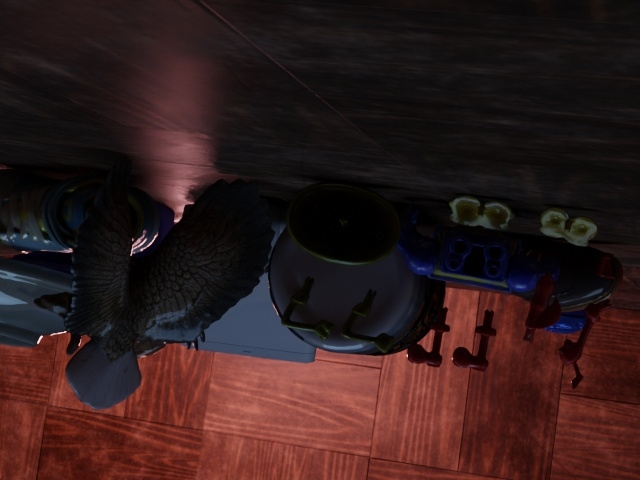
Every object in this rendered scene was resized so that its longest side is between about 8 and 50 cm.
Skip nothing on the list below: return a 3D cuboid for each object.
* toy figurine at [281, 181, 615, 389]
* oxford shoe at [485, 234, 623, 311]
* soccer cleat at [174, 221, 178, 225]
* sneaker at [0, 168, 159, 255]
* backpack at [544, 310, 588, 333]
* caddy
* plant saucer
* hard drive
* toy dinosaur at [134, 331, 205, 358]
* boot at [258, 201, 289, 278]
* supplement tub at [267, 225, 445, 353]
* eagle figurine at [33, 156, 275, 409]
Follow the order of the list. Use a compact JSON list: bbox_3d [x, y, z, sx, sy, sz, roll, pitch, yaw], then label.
[{"bbox_3d":[0.145,0.043,1.522,0.363,0.191,0.217,8,-179,7],"label":"toy figurine"},{"bbox_3d":[0.285,0.039,1.809,0.271,0.096,0.098,4,169,44],"label":"oxford shoe"},{"bbox_3d":[-0.369,-0.005,2.396,0.248,0.095,0.083,9,176,-18],"label":"soccer cleat"},{"bbox_3d":[-0.374,-0.039,1.744,0.319,0.127,0.208,-2,179,-7],"label":"sneaker"},{"bbox_3d":[0.383,0.087,2.086,0.098,0.120,0.101,8,176,6],"label":"backpack"},{"bbox_3d":[-0.368,0.019,2.153,0.241,0.179,0.341,6,176,5],"label":"caddy"},{"bbox_3d":[-0.512,0.089,1.932,0.401,0.100,0.400,9,169,2],"label":"plant saucer"},{"bbox_3d":[-0.109,0.079,2.128,0.233,0.047,0.353,8,143,-1],"label":"hard drive"},{"bbox_3d":[-0.276,0.139,2.139,0.200,0.127,0.296,-23,-178,-5],"label":"toy dinosaur"},{"bbox_3d":[-0.060,0.007,1.860,0.123,0.095,0.258,6,168,5],"label":"boot"},{"bbox_3d":[0.060,0.056,1.740,0.194,0.193,0.316,7,177,14],"label":"supplement tub"},{"bbox_3d":[-0.225,0.040,1.584,0.225,0.226,0.298,48,137,-8],"label":"eagle figurine"}]
